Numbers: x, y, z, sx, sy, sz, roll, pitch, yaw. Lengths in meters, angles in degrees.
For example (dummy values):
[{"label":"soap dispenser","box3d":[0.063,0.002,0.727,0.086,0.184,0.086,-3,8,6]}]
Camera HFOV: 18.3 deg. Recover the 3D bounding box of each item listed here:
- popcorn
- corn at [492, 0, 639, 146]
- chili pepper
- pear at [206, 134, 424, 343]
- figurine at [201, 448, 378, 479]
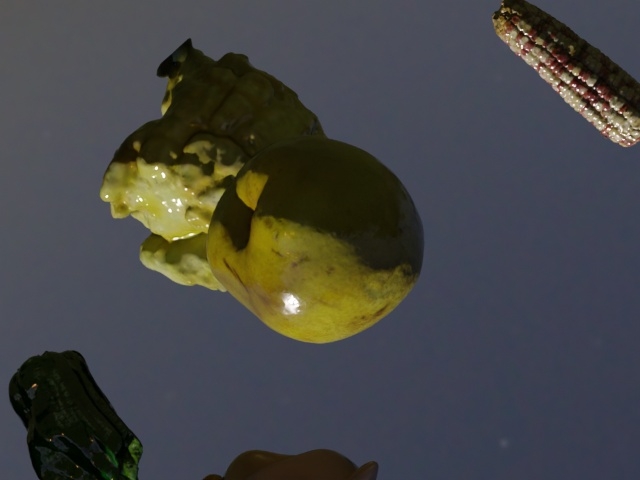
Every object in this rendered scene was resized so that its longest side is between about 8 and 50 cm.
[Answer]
[{"label":"popcorn","box3d":[-0.122,-0.076,2.337,0.293,0.237,0.293,-42,-164,15]},{"label":"corn","box3d":[0.304,-0.206,2.399,0.079,0.237,0.079,-52,180,0]},{"label":"chili pepper","box3d":[-0.184,0.204,1.692,0.083,0.253,0.099,-21,154,-38]},{"label":"pear","box3d":[0.000,0.000,1.840,0.200,0.200,0.200,-23,-166,6]},{"label":"figurine","box3d":[-0.073,0.300,2.028,0.287,0.186,0.176,-30,154,-12]}]
